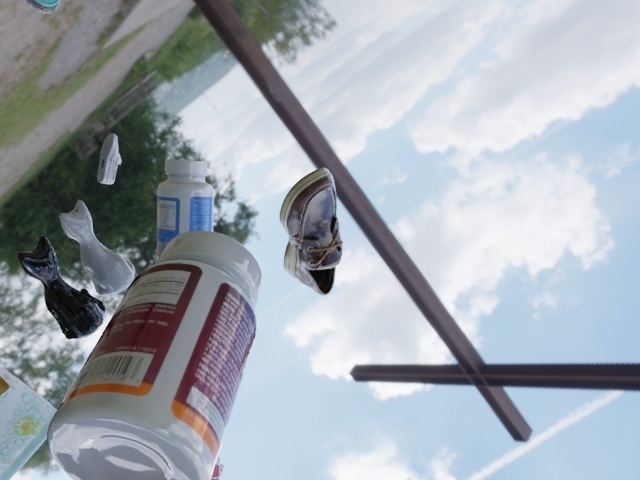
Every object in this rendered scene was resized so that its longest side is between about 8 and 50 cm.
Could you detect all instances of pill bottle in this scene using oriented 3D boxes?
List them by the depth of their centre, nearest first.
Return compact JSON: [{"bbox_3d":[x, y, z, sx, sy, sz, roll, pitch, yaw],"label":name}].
[{"bbox_3d":[-0.223,0.173,0.928,0.224,0.224,0.392,-29,-153,28],"label":"pill bottle"},{"bbox_3d":[-0.298,-0.066,1.337,0.124,0.222,0.124,4,-174,0],"label":"pill bottle"}]

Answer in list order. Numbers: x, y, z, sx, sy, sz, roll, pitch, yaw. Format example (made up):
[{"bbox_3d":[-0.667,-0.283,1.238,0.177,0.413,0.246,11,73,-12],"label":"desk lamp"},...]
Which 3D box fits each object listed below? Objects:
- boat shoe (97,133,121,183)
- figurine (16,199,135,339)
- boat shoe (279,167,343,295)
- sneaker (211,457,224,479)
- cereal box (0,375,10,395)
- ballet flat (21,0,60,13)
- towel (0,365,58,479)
[{"bbox_3d":[-0.412,-0.160,1.195,0.035,0.035,0.100,10,-90,38],"label":"boat shoe"},{"bbox_3d":[-0.487,0.050,1.212,0.092,0.209,0.215,-9,-147,21],"label":"figurine"},{"bbox_3d":[0.000,0.000,1.178,0.123,0.123,0.342,-31,154,-25],"label":"boat shoe"},{"bbox_3d":[-0.187,0.413,1.030,0.118,0.042,0.067,98,-9,-60],"label":"sneaker"},{"bbox_3d":[-0.528,0.193,0.753,0.047,0.173,0.240,-32,-168,16],"label":"cereal box"},{"bbox_3d":[-0.548,-0.501,0.967,0.106,0.316,0.108,-11,-147,35],"label":"ballet flat"},{"bbox_3d":[-0.780,0.422,1.236,0.090,0.320,0.374,12,-124,46],"label":"towel"}]
